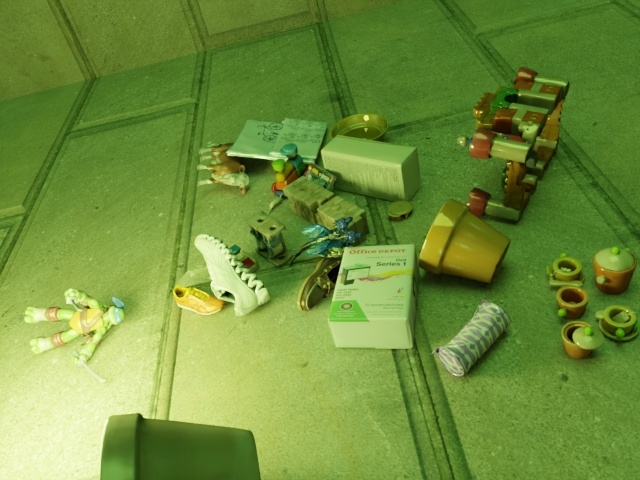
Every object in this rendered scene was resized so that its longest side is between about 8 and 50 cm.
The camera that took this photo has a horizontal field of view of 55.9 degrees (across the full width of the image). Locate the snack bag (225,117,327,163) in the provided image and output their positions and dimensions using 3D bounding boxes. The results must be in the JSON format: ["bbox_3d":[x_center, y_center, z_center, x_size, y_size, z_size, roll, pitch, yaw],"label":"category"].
[{"bbox_3d":[-0.159,-0.394,2.318,0.342,0.037,0.323,7,36,7],"label":"snack bag"}]

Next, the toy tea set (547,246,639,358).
[{"bbox_3d":[0.649,0.125,1.424,0.200,0.124,0.336,-1,40,17],"label":"toy tea set"}]

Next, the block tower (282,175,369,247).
[{"bbox_3d":[0.018,-0.095,1.930,0.091,0.097,0.335,-34,44,-22],"label":"block tower"}]

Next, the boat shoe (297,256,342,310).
[{"bbox_3d":[0.007,0.118,1.687,0.073,0.073,0.207,6,43,28],"label":"boat shoe"}]

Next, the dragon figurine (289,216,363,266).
[{"bbox_3d":[0.000,0.000,1.728,0.289,0.144,0.085,-17,78,25],"label":"dragon figurine"}]

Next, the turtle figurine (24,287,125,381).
[{"bbox_3d":[-0.702,0.242,1.678,0.266,0.198,0.275,-10,35,12],"label":"turtle figurine"}]

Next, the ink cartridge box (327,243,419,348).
[{"bbox_3d":[0.146,0.141,1.578,0.201,0.117,0.278,-2,40,16],"label":"ink cartridge box"}]

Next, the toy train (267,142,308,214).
[{"bbox_3d":[-0.134,-0.216,2.084,0.105,0.143,0.248,9,44,28],"label":"toy train"}]

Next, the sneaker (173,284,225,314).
[{"bbox_3d":[-0.358,0.172,1.750,0.175,0.067,0.064,7,42,23],"label":"sneaker"}]

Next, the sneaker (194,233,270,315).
[{"bbox_3d":[-0.276,0.094,1.727,0.118,0.110,0.292,-40,68,-17],"label":"sneaker"}]

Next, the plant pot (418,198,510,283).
[{"bbox_3d":[0.391,0.019,1.603,0.188,0.205,0.205,26,52,19],"label":"plant pot"}]

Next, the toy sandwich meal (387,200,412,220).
[{"bbox_3d":[0.252,-0.094,1.903,0.085,0.029,0.085,-9,34,6],"label":"toy sandwich meal"}]

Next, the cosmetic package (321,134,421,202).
[{"bbox_3d":[0.167,-0.239,2.002,0.309,0.160,0.113,16,47,32],"label":"cosmetic package"}]

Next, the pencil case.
[{"bbox_3d":[0.362,0.227,1.425,0.088,0.086,0.206,45,61,10],"label":"pencil case"}]

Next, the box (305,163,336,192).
[{"bbox_3d":[-0.003,-0.196,2.058,0.027,0.094,0.137,-4,28,-37],"label":"box"}]

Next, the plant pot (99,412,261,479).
[{"bbox_3d":[-0.264,0.489,1.182,0.280,0.323,0.323,-4,36,-14],"label":"plant pot"}]

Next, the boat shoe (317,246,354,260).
[{"bbox_3d":[0.047,0.025,1.807,0.153,0.048,0.056,13,46,31],"label":"boat shoe"}]

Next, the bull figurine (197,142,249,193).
[{"bbox_3d":[-0.362,-0.272,2.251,0.188,0.101,0.310,0,34,-8],"label":"bull figurine"}]

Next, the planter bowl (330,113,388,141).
[{"bbox_3d":[0.150,-0.377,2.228,0.217,0.090,0.217,-10,38,8],"label":"planter bowl"}]

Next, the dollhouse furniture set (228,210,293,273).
[{"bbox_3d":[-0.198,0.028,1.820,0.183,0.129,0.129,-35,43,-24],"label":"dollhouse furniture set"}]

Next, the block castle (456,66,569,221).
[{"bbox_3d":[0.575,-0.300,1.830,0.212,0.303,0.453,19,49,27],"label":"block castle"}]
